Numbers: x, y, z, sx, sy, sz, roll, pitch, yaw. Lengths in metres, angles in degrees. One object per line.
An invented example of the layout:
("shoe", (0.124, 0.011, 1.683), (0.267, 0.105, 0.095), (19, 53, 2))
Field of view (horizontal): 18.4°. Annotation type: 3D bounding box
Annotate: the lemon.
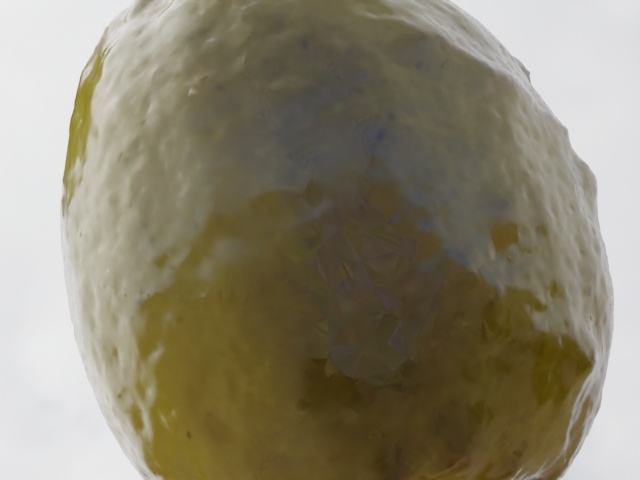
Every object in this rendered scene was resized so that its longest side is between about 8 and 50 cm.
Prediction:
("lemon", (0.002, 0.007, 0.974), (0.285, 0.316, 0.285), (-16, -41, -14))
